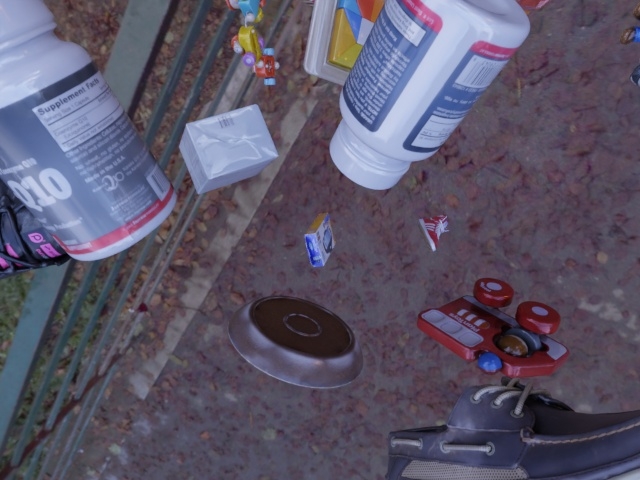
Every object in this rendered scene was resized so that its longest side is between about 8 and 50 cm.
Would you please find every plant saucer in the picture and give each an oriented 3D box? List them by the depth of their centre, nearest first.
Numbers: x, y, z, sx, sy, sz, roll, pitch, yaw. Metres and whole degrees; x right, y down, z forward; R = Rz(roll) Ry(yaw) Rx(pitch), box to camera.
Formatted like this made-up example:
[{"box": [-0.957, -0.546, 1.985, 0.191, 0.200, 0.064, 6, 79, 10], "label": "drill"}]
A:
[{"box": [-0.045, 0.202, 0.973, 0.310, 0.310, 0.050, 20, 106, 3], "label": "plant saucer"}]

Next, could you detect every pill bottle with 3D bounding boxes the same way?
[{"box": [0.079, -0.134, 0.389, 0.108, 0.108, 0.180, 31, 136, -3], "label": "pill bottle"}, {"box": [-0.313, -0.128, 0.527, 0.161, 0.161, 0.283, -13, 126, 17], "label": "pill bottle"}]

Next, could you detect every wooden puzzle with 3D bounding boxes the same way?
[{"box": [0.089, -0.439, 0.949, 0.238, 0.044, 0.221, 4, 102, -35], "label": "wooden puzzle"}]

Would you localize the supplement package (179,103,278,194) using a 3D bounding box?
[{"box": [-0.252, -0.238, 1.184, 0.194, 0.203, 0.149, -23, 94, -23], "label": "supplement package"}]

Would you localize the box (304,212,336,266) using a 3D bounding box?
[{"box": [0.000, 0.000, 1.003, 0.028, 0.136, 0.081, -8, 113, 18], "label": "box"}]

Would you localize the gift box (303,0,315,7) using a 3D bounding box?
[{"box": [0.036, -0.739, 1.179, 0.276, 0.258, 0.255, 8, 111, -36], "label": "gift box"}]

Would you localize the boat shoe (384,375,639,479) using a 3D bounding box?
[{"box": [0.190, 0.209, 0.455, 0.132, 0.130, 0.355, 12, 141, -42], "label": "boat shoe"}]

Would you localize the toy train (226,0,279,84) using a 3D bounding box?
[{"box": [-0.107, -0.328, 0.695, 0.046, 0.125, 0.166, 4, 116, 12], "label": "toy train"}]

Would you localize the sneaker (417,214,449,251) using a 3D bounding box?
[{"box": [0.259, -0.020, 0.983, 0.067, 0.118, 0.042, -13, 121, 7], "label": "sneaker"}]

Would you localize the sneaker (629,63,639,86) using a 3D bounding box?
[{"box": [1.017, -0.458, 1.275, 0.271, 0.108, 0.100, 9, 137, -18], "label": "sneaker"}]

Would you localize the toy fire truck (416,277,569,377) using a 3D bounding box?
[{"box": [0.424, 0.237, 1.093, 0.302, 0.254, 0.169, 34, 130, 44], "label": "toy fire truck"}]

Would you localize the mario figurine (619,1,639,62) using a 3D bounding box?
[{"box": [1.121, -0.647, 1.371, 0.170, 0.320, 0.198, -46, 144, -11], "label": "mario figurine"}]

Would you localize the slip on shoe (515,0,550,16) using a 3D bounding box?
[{"box": [0.445, -0.553, 1.030, 0.331, 0.123, 0.101, -27, 127, 8], "label": "slip on shoe"}]

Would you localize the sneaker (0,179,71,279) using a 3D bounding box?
[{"box": [-0.564, -0.016, 0.788, 0.202, 0.483, 0.185, 27, 155, 23], "label": "sneaker"}]
